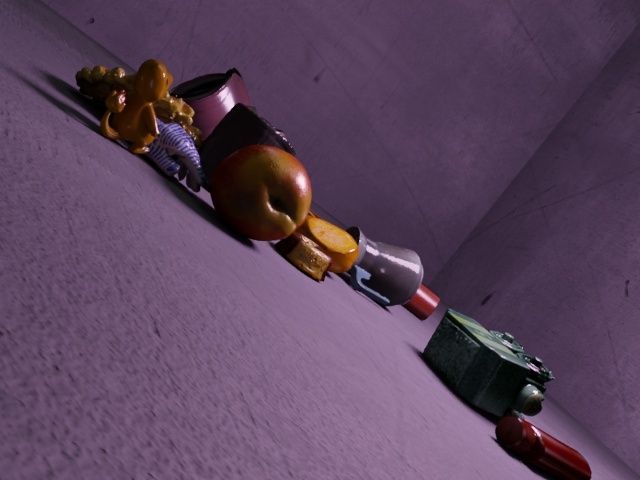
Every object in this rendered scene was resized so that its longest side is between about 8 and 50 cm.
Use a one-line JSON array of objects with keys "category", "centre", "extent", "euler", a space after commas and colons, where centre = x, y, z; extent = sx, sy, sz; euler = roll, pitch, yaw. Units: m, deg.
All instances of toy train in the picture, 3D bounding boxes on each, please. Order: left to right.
[{"category": "toy train", "centre": [0.370, 0.286, 1.685], "extent": [0.238, 0.167, 0.299], "euler": [25, 9, -23]}]

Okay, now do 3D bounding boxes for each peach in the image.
[{"category": "peach", "centre": [-0.115, -0.093, 1.458], "extent": [0.190, 0.190, 0.192], "euler": [35, 5, -34]}]

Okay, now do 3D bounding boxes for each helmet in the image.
[{"category": "helmet", "centre": [-0.328, -0.374, 2.202], "extent": [0.197, 0.270, 0.338], "euler": [68, -11, -19]}]

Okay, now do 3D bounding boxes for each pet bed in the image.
[{"category": "pet bed", "centre": [-0.180, -0.196, 1.731], "extent": [0.183, 0.211, 0.159], "euler": [39, 2, -20]}]

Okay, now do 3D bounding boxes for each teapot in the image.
[{"category": "teapot", "centre": [0.148, 0.079, 2.017], "extent": [0.225, 0.171, 0.203], "euler": [28, 39, -24]}]

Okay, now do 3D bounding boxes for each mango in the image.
[{"category": "mango", "centre": [-0.003, 0.006, 1.856], "extent": [0.217, 0.102, 0.141], "euler": [38, 28, 31]}]

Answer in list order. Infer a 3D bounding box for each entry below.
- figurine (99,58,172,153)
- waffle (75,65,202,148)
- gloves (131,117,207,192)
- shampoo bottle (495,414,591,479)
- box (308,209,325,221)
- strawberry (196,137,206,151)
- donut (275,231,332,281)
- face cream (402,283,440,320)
[{"category": "figurine", "centre": [-0.343, -0.254, 1.380], "extent": [0.121, 0.176, 0.122], "euler": [38, 16, 21]}, {"category": "waffle", "centre": [-0.381, -0.290, 1.629], "extent": [0.281, 0.058, 0.301], "euler": [20, -10, 20]}, {"category": "gloves", "centre": [-0.306, -0.182, 1.493], "extent": [0.229, 0.097, 0.119], "euler": [44, 36, 13]}, {"category": "shampoo bottle", "centre": [0.435, 0.412, 1.478], "extent": [0.260, 0.064, 0.102], "euler": [34, 10, -37]}, {"category": "box", "centre": [0.023, 0.002, 2.229], "extent": [0.153, 0.074, 0.240], "euler": [31, 9, -30]}, {"category": "strawberry", "centre": [-0.272, -0.198, 1.871], "extent": [0.188, 0.082, 0.121], "euler": [31, 5, -34]}, {"category": "donut", "centre": [-0.034, 0.030, 1.641], "extent": [0.140, 0.059, 0.140], "euler": [35, 5, -4]}, {"category": "face cream", "centre": [0.277, 0.159, 2.438], "extent": [0.214, 0.096, 0.096], "euler": [38, 5, -3]}]
